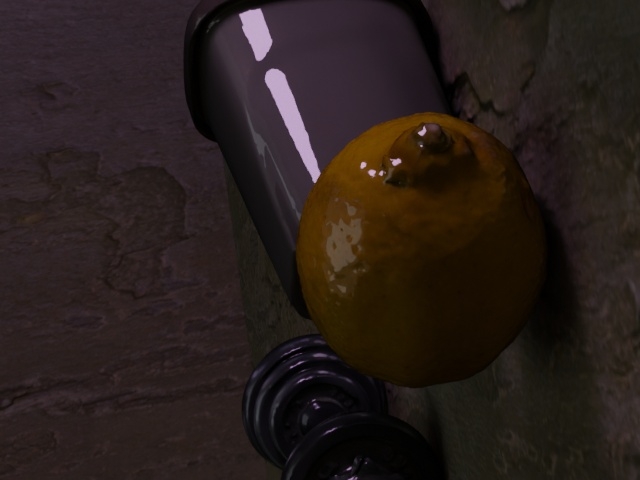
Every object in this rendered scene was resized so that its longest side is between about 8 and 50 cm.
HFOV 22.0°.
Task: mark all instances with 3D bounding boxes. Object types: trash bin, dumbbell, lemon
[{"bbox_3d":[0.016,-0.083,1.455,0.220,0.219,0.250,91,161,-56],"label":"trash bin"},{"bbox_3d":[0.017,0.230,1.841,0.406,0.179,0.179,-129,32,-72],"label":"dumbbell"},{"bbox_3d":[0.075,0.008,1.220,0.256,0.188,0.188,97,163,-47],"label":"lemon"}]
